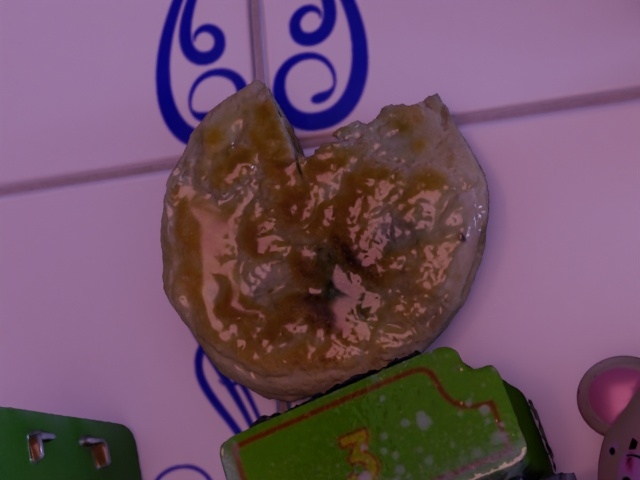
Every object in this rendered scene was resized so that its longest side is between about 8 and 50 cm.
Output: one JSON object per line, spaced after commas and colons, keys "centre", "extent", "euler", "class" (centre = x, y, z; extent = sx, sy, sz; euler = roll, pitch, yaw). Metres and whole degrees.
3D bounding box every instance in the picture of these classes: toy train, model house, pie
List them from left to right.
{"centre": [-0.354, 0.352, 1.348], "extent": [0.323, 0.300, 0.340], "euler": [-19, 71, 26], "class": "model house"}
{"centre": [0.000, 0.000, 1.384], "extent": [0.337, 0.075, 0.338], "euler": [-2, 82, 18], "class": "pie"}
{"centre": [0.078, 0.238, 1.282], "extent": [0.307, 0.173, 0.249], "euler": [-25, 67, 14], "class": "toy train"}

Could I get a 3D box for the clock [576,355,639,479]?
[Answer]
{"centre": [0.380, 0.192, 1.209], "extent": [0.309, 0.114, 0.284], "euler": [-12, 79, 18], "class": "clock"}
